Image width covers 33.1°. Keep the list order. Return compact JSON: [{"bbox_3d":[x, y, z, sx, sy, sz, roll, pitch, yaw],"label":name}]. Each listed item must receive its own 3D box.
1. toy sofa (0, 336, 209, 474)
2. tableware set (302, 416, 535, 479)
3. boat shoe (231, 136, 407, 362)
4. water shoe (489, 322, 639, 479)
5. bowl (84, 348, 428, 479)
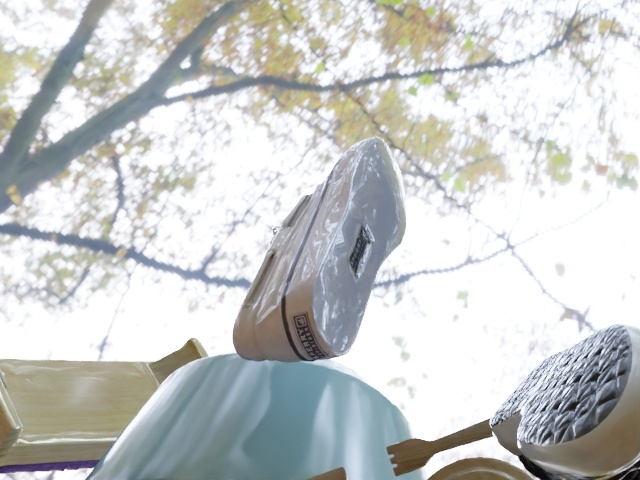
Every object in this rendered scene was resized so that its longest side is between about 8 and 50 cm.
[{"bbox_3d":[-0.281,0.219,1.269,0.177,0.362,0.150,-51,-124,22],"label":"toy sofa"},{"bbox_3d":[0.046,0.192,0.644,0.194,0.128,0.039,-19,-30,2],"label":"tableware set"},{"bbox_3d":[0.000,0.000,0.834,0.084,0.258,0.095,-12,-66,26],"label":"boat shoe"},{"bbox_3d":[0.135,0.089,0.489,0.080,0.203,0.073,41,-94,6],"label":"water shoe"},{"bbox_3d":[-0.037,0.202,0.878,0.311,0.163,0.311,8,-39,7],"label":"bowl"}]
